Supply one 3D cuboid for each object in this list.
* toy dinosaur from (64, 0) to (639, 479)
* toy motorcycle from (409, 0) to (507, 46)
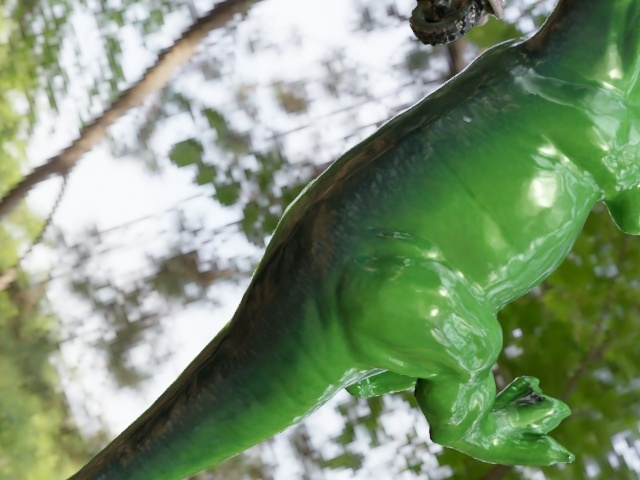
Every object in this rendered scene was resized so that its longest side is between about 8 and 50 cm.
[{"bbox_3d":[0.000,0.000,0.752,0.144,0.500,0.374,54,-28,39],"label":"toy dinosaur"},{"bbox_3d":[0.169,-0.307,1.607,0.108,0.204,0.239,48,20,-52],"label":"toy motorcycle"}]
